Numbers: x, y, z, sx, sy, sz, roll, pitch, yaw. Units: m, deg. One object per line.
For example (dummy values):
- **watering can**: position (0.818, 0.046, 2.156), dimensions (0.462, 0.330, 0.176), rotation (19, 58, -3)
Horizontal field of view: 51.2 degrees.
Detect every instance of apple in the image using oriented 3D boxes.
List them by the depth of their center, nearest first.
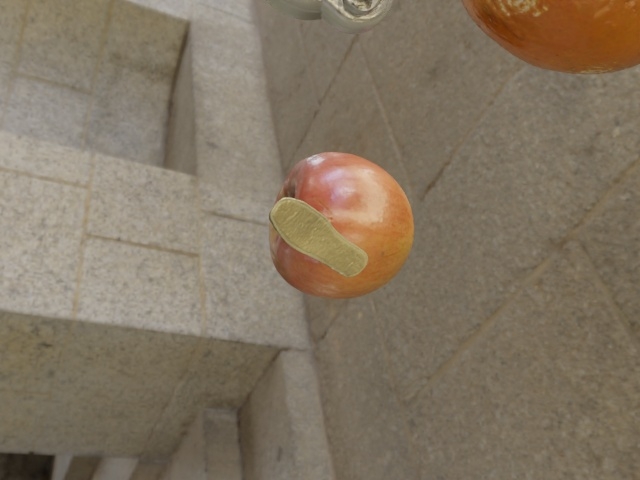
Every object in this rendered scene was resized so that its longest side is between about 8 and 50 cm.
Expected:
- **apple**: position (0.053, -0.029, 1.612), dimensions (0.364, 0.363, 0.364), rotation (-40, 45, 55)

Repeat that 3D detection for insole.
- **insole**: position (0.000, 0.000, 1.199), dimensions (0.081, 0.248, 0.011), rotation (-47, 38, 10)

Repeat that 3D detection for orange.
- **orange**: position (0.370, -0.447, 0.975), dimensions (0.326, 0.424, 0.424), rotation (-15, 65, 46)

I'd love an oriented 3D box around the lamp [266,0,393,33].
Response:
- **lamp**: position (-0.004, -0.403, 0.996), dimensions (0.179, 0.246, 0.108), rotation (-56, 6, -10)
